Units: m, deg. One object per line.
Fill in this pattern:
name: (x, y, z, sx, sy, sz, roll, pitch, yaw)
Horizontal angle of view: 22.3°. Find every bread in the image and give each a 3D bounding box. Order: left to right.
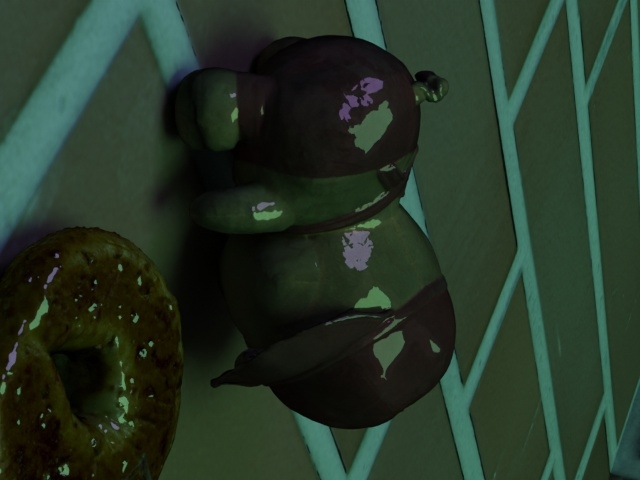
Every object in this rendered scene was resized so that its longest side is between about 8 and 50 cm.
bread: (-0.137, 0.084, 0.870, 0.193, 0.064, 0.193, -27, 121, -59)

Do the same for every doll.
doll: (-0.002, -0.001, 1.040, 0.196, 0.152, 0.256, -20, 107, -29)
